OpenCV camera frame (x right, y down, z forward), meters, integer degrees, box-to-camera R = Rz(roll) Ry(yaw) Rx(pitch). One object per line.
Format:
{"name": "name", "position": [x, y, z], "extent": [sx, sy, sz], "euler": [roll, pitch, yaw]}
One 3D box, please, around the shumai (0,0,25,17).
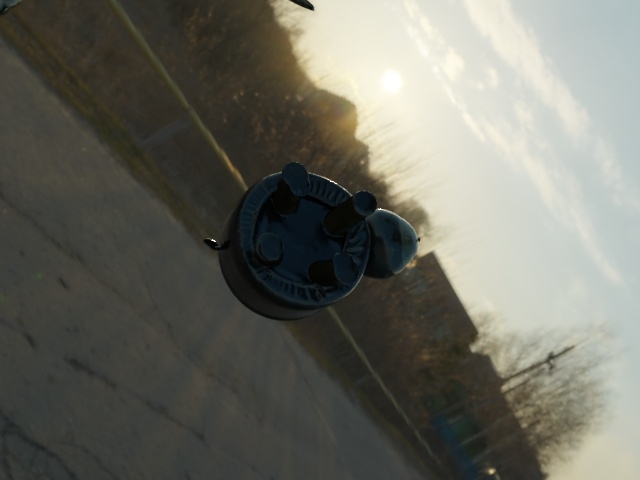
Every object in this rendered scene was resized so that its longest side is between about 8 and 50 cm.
{"name": "shumai", "position": [-0.447, -0.391, 0.751], "extent": [0.395, 0.395, 0.348], "euler": [-117, -150, -51]}

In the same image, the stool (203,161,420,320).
{"name": "stool", "position": [-0.002, -0.009, 0.864], "extent": [0.153, 0.228, 0.139], "euler": [64, -24, 6]}

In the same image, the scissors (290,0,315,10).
{"name": "scissors", "position": [-0.053, -0.391, 1.278], "extent": [0.119, 0.058, 0.014], "euler": [38, 7, 27]}
